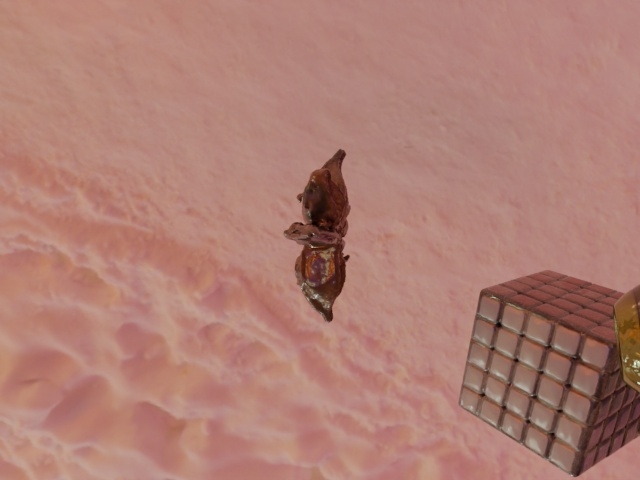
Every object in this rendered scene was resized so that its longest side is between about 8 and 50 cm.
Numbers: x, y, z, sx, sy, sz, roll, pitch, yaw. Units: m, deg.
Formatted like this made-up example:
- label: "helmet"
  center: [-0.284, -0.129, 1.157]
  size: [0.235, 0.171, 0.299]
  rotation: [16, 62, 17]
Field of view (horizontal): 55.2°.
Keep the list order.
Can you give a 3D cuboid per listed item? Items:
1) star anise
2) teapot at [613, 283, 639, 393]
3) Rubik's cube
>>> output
- label: "star anise"
  center: [0.003, -0.015, 0.741]
  size: [0.063, 0.171, 0.208]
  rotation: [5, 145, 11]
- label: "teapot"
  center: [0.365, 0.108, 0.614]
  size: [0.119, 0.166, 0.130]
  rotation: [-7, 106, 23]
- label: "Rubik's cube"
  center: [0.404, 0.203, 1.021]
  size: [0.237, 0.238, 0.236]
  rotation: [-10, 113, -39]
